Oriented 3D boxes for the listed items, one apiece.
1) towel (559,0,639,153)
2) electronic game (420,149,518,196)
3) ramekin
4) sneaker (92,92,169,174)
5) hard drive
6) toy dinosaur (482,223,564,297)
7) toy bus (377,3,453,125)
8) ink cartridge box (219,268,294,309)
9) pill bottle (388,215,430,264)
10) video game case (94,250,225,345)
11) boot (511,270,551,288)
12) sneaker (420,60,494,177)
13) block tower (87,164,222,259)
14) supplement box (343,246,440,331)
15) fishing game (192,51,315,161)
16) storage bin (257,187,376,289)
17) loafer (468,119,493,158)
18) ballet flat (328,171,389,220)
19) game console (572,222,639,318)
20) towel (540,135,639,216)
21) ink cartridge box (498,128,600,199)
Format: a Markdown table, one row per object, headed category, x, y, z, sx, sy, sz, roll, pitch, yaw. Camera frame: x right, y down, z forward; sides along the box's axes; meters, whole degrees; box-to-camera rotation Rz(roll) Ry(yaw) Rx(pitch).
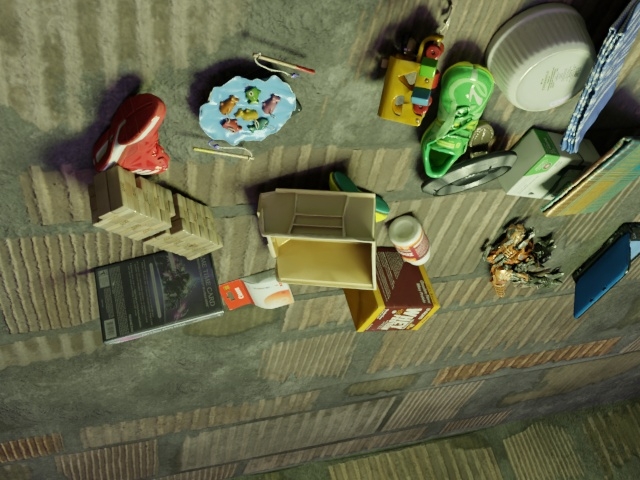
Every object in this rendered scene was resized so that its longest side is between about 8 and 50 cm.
| category | x | y | z | sx | sy | sz | roll | pitch | yaw |
| --- | --- | --- | --- | --- | --- | --- | --- | --- | --- |
| towel | 0.579 | -0.347 | 1.491 | 0.243 | 0.040 | 0.336 | -49 | 160 | -27 |
| electronic game | 0.341 | -0.155 | 1.741 | 0.229 | 0.048 | 0.229 | -17 | 172 | -3 |
| ramekin | 0.437 | -0.349 | 1.483 | 0.207 | 0.109 | 0.207 | -12 | 147 | -8 |
| sneaker | -0.321 | -0.194 | 1.410 | 0.128 | 0.087 | 0.221 | 5 | 155 | -45 |
| hard drive | -0.103 | -0.269 | 1.432 | 0.094 | 0.022 | 0.135 | -24 | 147 | 12 |
| toy dinosaur | 0.565 | 0.057 | 2.181 | 0.218 | 0.164 | 0.322 | 2 | 164 | -4 |
| toy bus | 0.165 | -0.315 | 1.405 | 0.104 | 0.202 | 0.191 | 14 | 155 | 8 |
| ink cartridge box | -0.170 | 0.143 | 2.018 | 0.179 | 0.045 | 0.145 | -19 | 148 | -2 |
| pill bottle | 0.235 | 0.005 | 1.954 | 0.086 | 0.086 | 0.152 | -24 | 147 | 11 |
| video game case | -0.372 | 0.117 | 1.735 | 0.274 | 0.196 | 0.026 | -14 | 150 | -5 |
| boot | 0.660 | 0.119 | 2.375 | 0.118 | 0.042 | 0.087 | -34 | 142 | 24 |
| sneaker | 0.280 | -0.239 | 1.551 | 0.109 | 0.123 | 0.295 | 9 | 144 | -2 |
| block tower | -0.332 | -0.049 | 1.541 | 0.091 | 0.097 | 0.335 | -20 | 158 | 20 |
| supplement box | 0.180 | 0.130 | 2.022 | 0.194 | 0.191 | 0.129 | 2 | 144 | -29 |
| fishing game | -0.133 | -0.237 | 1.409 | 0.189 | 0.041 | 0.264 | 8 | 140 | -39 |
| storage bin | 0.000 | 0.000 | 1.722 | 0.260 | 0.123 | 0.262 | 3 | 155 | 7 |
| loafer | 0.343 | -0.228 | 1.661 | 0.056 | 0.050 | 0.148 | -16 | 160 | -1 |
| ballet flat | 0.073 | -0.087 | 1.749 | 0.077 | 0.077 | 0.231 | -31 | 148 | 26 |
| game console | 0.924 | 0.097 | 2.341 | 0.250 | 0.173 | 0.293 | -2 | 146 | -23 |
| towel | 0.699 | -0.157 | 1.840 | 0.370 | 0.040 | 0.271 | -6 | 146 | -53 |
| ink cartridge box | 0.550 | -0.177 | 1.820 | 0.208 | 0.087 | 0.153 | 3 | 143 | -31 |
